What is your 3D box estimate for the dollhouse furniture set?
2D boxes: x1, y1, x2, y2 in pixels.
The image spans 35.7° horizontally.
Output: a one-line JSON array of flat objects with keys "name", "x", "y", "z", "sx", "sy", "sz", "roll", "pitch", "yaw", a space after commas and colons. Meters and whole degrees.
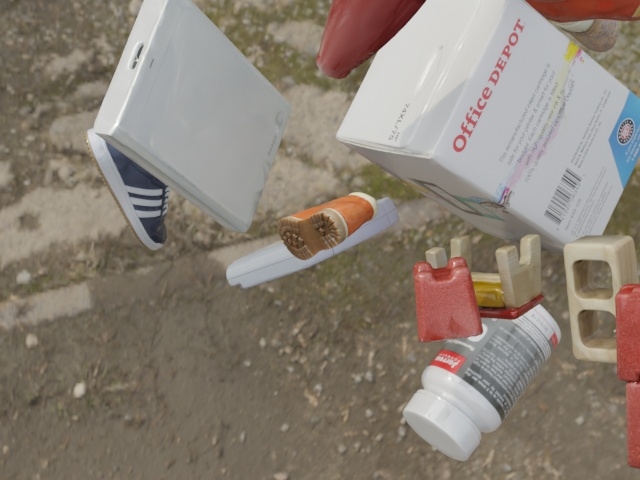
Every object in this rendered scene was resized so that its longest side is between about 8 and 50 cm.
[{"name": "dollhouse furniture set", "x": 0.243, "y": 0.088, "z": 0.912, "sx": 0.201, "sy": 0.374, "sz": 0.152, "roll": -20, "pitch": 105, "yaw": -49}]

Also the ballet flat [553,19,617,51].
[{"name": "ballet flat", "x": 0.379, "y": -0.417, "z": 1.567, "sx": 0.106, "sy": 0.107, "sz": 0.316, "roll": -44, "pitch": 120, "yaw": -29}]

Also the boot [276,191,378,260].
[{"name": "boot", "x": 0.008, "y": -0.021, "z": 1.244, "sx": 0.084, "sy": 0.158, "sz": 0.059, "roll": -33, "pitch": 102, "yaw": -31}]

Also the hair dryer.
[{"name": "hair dryer", "x": 0.118, "y": -0.242, "z": 0.924, "sx": 0.293, "sy": 0.223, "sz": 0.080, "roll": -30, "pitch": 63, "yaw": 13}]

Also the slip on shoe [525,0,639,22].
[{"name": "slip on shoe", "x": 0.277, "y": -0.309, "z": 1.196, "sx": 0.123, "sy": 0.331, "sz": 0.101, "roll": -47, "pitch": 120, "yaw": -15}]

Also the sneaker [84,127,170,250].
[{"name": "sneaker", "x": -0.276, "y": -0.102, "z": 1.693, "sx": 0.153, "sy": 0.282, "sz": 0.099, "roll": -23, "pitch": 47, "yaw": -2}]

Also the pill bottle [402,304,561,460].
[{"name": "pill bottle", "x": 0.279, "y": 0.230, "z": 1.740, "sx": 0.161, "sy": 0.161, "sz": 0.283, "roll": 37, "pitch": 71, "yaw": 10}]

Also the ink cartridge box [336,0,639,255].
[{"name": "ink cartridge box", "x": 0.203, "y": -0.133, "z": 1.151, "sx": 0.270, "sy": 0.197, "sz": 0.198, "roll": 29, "pitch": 85, "yaw": -32}]

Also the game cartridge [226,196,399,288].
[{"name": "game cartridge", "x": 0.000, "y": 0.000, "z": 1.702, "sx": 0.297, "sy": 0.198, "sz": 0.062, "roll": -26, "pitch": 91, "yaw": -51}]

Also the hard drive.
[{"name": "hard drive", "x": -0.150, "y": -0.159, "z": 1.272, "sx": 0.040, "sy": 0.307, "sz": 0.203, "roll": 10, "pitch": 74, "yaw": 30}]
